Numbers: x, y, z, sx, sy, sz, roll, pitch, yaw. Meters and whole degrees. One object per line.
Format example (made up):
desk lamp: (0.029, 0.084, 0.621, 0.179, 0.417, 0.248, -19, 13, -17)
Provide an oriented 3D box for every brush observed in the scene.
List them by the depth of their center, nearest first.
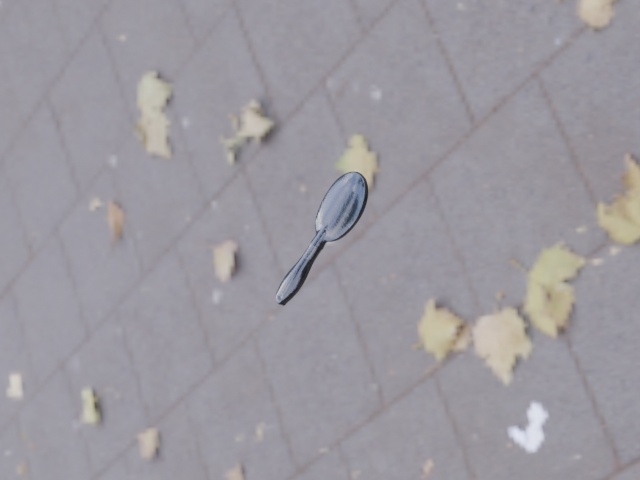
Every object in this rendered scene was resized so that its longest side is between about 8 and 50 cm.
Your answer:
brush: (0.000, 0.000, 0.733, 0.024, 0.008, 0.083, 43, 113, 26)
